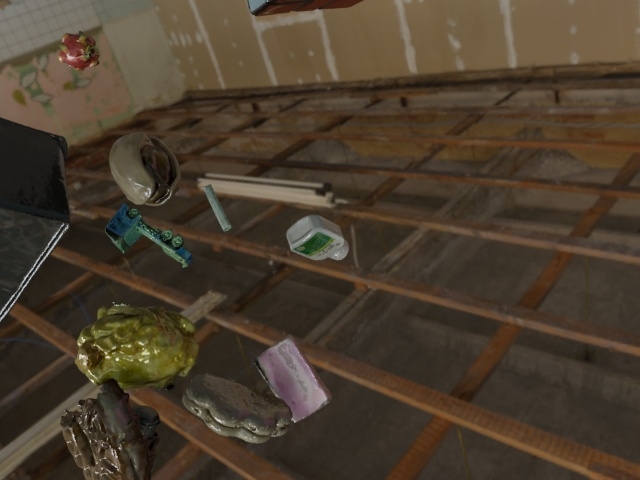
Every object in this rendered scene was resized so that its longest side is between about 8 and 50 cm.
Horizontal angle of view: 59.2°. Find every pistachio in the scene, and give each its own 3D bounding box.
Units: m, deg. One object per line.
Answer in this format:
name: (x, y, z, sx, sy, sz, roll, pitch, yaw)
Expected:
pistachio: (-0.398, -0.160, 1.270, 0.138, 0.153, 0.238, 1, -157, -37)

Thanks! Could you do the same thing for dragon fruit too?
dragon fruit: (-0.557, -0.440, 1.315, 0.116, 0.086, 0.081, 26, -137, 29)

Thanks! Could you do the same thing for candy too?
candy: (-0.093, 0.462, 1.894, 0.156, 0.265, 0.116, -35, 171, -6)

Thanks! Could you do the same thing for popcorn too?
popcorn: (-0.442, 0.260, 1.386, 0.287, 0.215, 0.252, 3, 164, -5)

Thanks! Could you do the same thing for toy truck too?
toy truck: (-0.337, 0.006, 1.111, 0.175, 0.067, 0.081, 32, -111, 10)

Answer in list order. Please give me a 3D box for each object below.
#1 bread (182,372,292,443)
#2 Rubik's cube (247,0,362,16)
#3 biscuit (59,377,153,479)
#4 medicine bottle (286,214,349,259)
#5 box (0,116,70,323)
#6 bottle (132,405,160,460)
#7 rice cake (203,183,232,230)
bread: (-0.234, 0.504, 1.641, 0.338, 0.101, 0.183, 22, -166, -19)
Rubik's cube: (-0.001, -0.631, 1.126, 0.284, 0.288, 0.294, -20, -168, -31)
biscuit: (-0.503, 0.488, 1.339, 0.115, 0.268, 0.366, -24, 172, -38)
medicine bottle: (0.000, 0.000, 1.533, 0.119, 0.183, 0.069, -36, -124, 23)
box: (-0.600, -0.025, 0.904, 0.345, 0.251, 0.204, -44, -131, 26)
bottle: (-0.537, 0.589, 1.585, 0.156, 0.271, 0.143, 30, -170, 21)
rice cake: (-0.237, -0.076, 1.294, 0.022, 0.021, 0.121, -26, -106, -8)
